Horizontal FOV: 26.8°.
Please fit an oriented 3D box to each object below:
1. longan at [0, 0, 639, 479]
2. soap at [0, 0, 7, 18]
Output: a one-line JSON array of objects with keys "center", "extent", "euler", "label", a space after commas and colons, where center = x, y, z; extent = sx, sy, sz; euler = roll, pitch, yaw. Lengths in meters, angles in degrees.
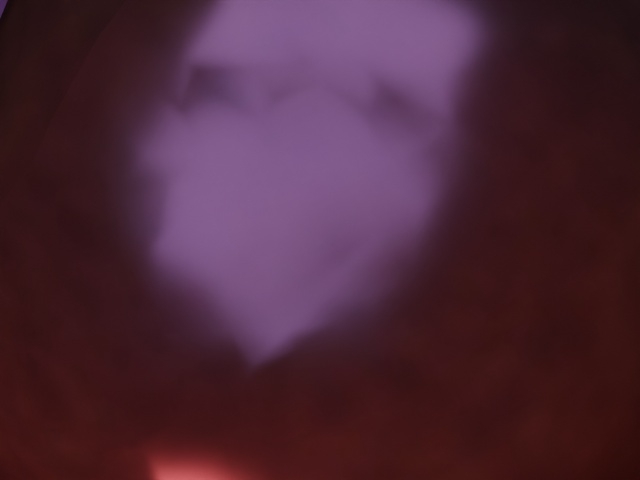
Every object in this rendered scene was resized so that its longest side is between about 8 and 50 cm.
[{"center": [0.000, 0.000, 0.551], "extent": [0.361, 0.361, 0.361], "euler": [-3, 59, 5], "label": "longan"}, {"center": [-0.171, -0.159, 0.791], "extent": [0.296, 0.107, 0.285], "euler": [24, 43, 24], "label": "soap"}]
